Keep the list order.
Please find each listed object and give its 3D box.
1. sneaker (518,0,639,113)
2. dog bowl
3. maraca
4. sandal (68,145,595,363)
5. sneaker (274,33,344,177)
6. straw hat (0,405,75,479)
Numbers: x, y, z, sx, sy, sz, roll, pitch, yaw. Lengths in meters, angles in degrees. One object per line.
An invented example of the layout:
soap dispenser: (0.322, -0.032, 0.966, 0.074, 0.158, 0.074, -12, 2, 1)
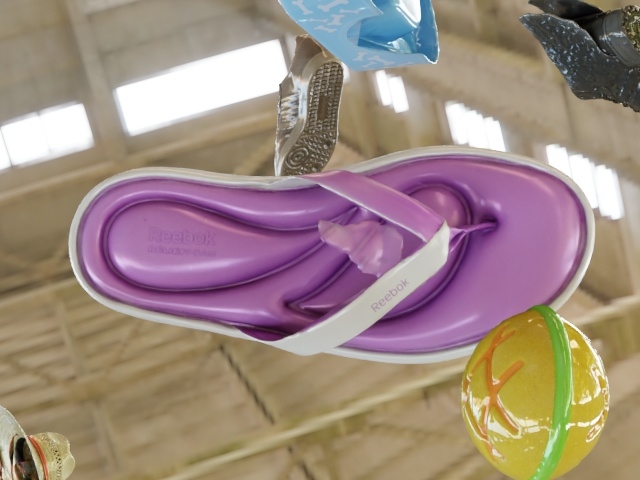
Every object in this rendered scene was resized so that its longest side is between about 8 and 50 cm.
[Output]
sneaker: (0.237, -0.131, 1.294, 0.089, 0.170, 0.051, -14, -144, 48)
dog bowl: (0.019, -0.237, 1.385, 0.074, 0.166, 0.297, -17, 164, 16)
maraca: (0.145, 0.109, 1.162, 0.099, 0.127, 0.185, 9, 176, -8)
sandal: (0.001, 0.016, 1.263, 0.416, 0.169, 0.102, -3, 180, 10)
sneaker: (-0.018, -0.147, 1.867, 0.066, 0.188, 0.071, -5, -138, -29)
straw hat: (-0.284, 0.224, 1.665, 0.061, 0.144, 0.144, -15, -166, -30)
